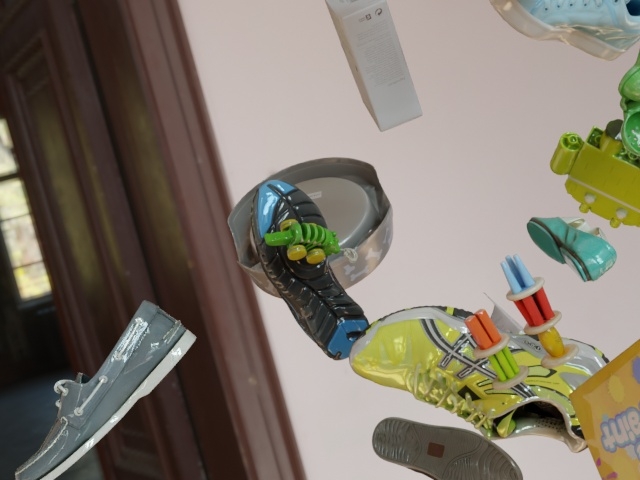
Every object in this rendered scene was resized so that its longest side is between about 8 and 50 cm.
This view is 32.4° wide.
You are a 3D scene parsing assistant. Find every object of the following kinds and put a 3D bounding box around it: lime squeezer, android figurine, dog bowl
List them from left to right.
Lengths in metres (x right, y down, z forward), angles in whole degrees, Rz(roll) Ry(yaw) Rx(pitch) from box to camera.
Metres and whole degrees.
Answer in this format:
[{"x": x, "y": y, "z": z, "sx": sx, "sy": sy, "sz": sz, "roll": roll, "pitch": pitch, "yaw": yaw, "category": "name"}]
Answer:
[{"x": -0.013, "y": -0.020, "z": 2.199, "sx": 0.349, "sy": 0.102, "sz": 0.349, "roll": -12, "pitch": 39, "yaw": 10, "category": "dog bowl"}, {"x": 0.523, "y": -0.105, "z": 1.929, "sx": 0.056, "sy": 0.248, "sz": 0.273, "roll": -58, "pitch": -10, "yaw": -24, "category": "android figurine"}, {"x": 0.377, "y": -0.150, "z": 1.257, "sx": 0.059, "sy": 0.310, "sz": 0.110, "roll": -12, "pitch": 22, "yaw": 2, "category": "lime squeezer"}]

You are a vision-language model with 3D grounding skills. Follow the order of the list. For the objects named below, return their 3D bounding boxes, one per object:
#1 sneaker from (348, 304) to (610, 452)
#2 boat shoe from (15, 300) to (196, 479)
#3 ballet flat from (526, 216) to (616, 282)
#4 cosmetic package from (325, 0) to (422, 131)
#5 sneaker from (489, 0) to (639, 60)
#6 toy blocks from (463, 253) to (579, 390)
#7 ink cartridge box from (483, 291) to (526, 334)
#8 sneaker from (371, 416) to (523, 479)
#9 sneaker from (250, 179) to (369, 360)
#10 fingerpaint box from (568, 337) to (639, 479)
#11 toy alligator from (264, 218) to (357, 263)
[{"x": 0.224, "y": 0.200, "z": 1.582, "sx": 0.385, "sy": 0.145, "sz": 0.147, "roll": 7, "pitch": 42, "yaw": 14, "category": "sneaker"}, {"x": -0.318, "y": 0.217, "z": 1.537, "sx": 0.319, "sy": 0.099, "sz": 0.116, "roll": -44, "pitch": 6, "yaw": -5, "category": "boat shoe"}, {"x": 0.440, "y": 0.004, "z": 1.897, "sx": 0.087, "sy": 0.083, "sz": 0.247, "roll": -29, "pitch": 21, "yaw": -2, "category": "ballet flat"}, {"x": 0.087, "y": -0.307, "z": 1.819, "sx": 0.085, "sy": 0.231, "sz": 0.117, "roll": -23, "pitch": 36, "yaw": -1, "category": "cosmetic package"}, {"x": 0.413, "y": -0.401, "z": 1.767, "sx": 0.366, "sy": 0.135, "sz": 0.150, "roll": 4, "pitch": -34, "yaw": -41, "category": "sneaker"}, {"x": 0.238, "y": 0.100, "z": 1.385, "sx": 0.123, "sy": 0.148, "sz": 0.054, "roll": -27, "pitch": 9, "yaw": 15, "category": "toy blocks"}, {"x": 0.344, "y": 0.187, "z": 1.825, "sx": 0.056, "sy": 0.181, "sz": 0.224, "roll": -48, "pitch": 14, "yaw": 4, "category": "ink cartridge box"}, {"x": 0.190, "y": 0.293, "z": 1.488, "sx": 0.222, "sy": 0.083, "sz": 0.118, "roll": 16, "pitch": -5, "yaw": 36, "category": "sneaker"}, {"x": -0.041, "y": 0.047, "z": 1.813, "sx": 0.125, "sy": 0.341, "sz": 0.140, "roll": -32, "pitch": 28, "yaw": -17, "category": "sneaker"}, {"x": 0.500, "y": 0.101, "z": 1.018, "sx": 0.371, "sy": 0.163, "sz": 0.445, "roll": -11, "pitch": -23, "yaw": -17, "category": "fingerpaint box"}, {"x": 0.000, "y": 0.000, "z": 1.654, "sx": 0.190, "sy": 0.056, "sz": 0.051, "roll": 11, "pitch": -36, "yaw": -41, "category": "toy alligator"}]
